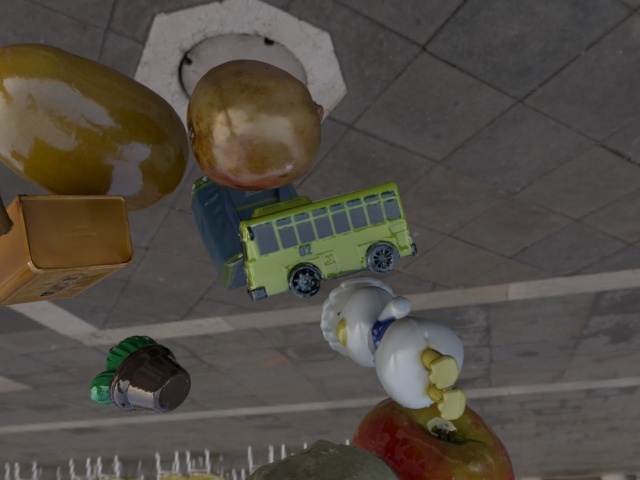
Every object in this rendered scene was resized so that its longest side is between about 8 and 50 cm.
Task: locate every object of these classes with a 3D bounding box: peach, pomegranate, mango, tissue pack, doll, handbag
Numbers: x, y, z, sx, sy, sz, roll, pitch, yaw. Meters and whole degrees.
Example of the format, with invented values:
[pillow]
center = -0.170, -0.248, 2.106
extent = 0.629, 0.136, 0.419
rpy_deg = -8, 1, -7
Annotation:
[peach]
center = 0.236, 0.546, 1.309
extent = 0.389, 0.387, 0.388
rpy_deg = -1, 152, 0
[pomegranate]
center = -0.108, -0.213, 1.051
extent = 0.271, 0.252, 0.228
rpy_deg = -13, 119, -27
[mango]
center = -0.457, -0.210, 1.130
extent = 0.300, 0.232, 0.446
rpy_deg = -35, 150, 11
[tissue pack]
center = -0.507, 0.022, 1.088
extent = 0.195, 0.145, 0.275
rpy_deg = -7, 169, -45
[doll]
center = 0.083, 0.122, 0.704
extent = 0.119, 0.138, 0.293
rpy_deg = -14, -164, -14
[handbag]
center = -0.160, -0.043, 1.372
extent = 0.263, 0.240, 0.222
rpy_deg = -23, 162, -20

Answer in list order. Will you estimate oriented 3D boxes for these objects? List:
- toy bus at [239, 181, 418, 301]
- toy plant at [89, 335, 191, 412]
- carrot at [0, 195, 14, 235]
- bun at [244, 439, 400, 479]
[toy bus]
center = 0.000, 0.000, 0.892
extent = 0.262, 0.149, 0.128
rpy_deg = -15, -178, -10
[toy plant]
center = -0.308, 0.224, 0.944
extent = 0.201, 0.143, 0.105
rpy_deg = 9, 127, 37
[carrot]
center = -0.398, -0.063, 0.658
extent = 0.048, 0.048, 0.139
rpy_deg = 2, 133, -6
[bun]
center = -0.041, 0.410, 0.715
extent = 0.219, 0.365, 0.365
rpy_deg = 33, 155, 14
